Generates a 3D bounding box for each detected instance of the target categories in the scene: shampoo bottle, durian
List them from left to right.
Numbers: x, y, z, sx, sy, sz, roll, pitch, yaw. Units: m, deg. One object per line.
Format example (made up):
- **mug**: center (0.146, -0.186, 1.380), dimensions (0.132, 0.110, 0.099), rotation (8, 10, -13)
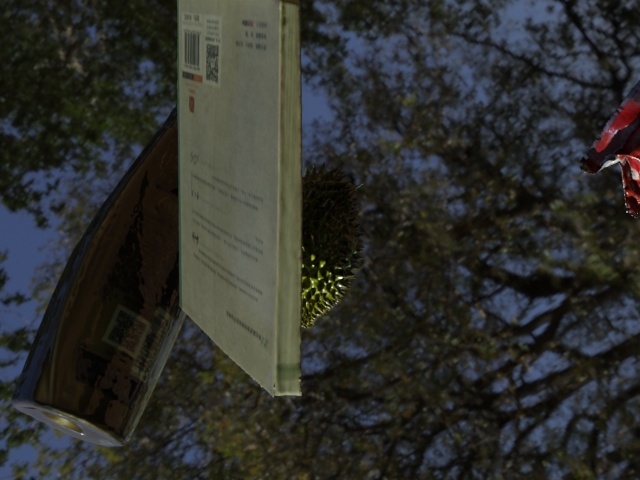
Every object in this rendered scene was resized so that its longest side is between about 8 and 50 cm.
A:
- **shampoo bottle**: center (-0.174, 0.018, 0.896), dimensions (0.125, 0.084, 0.350), rotation (35, -119, -33)
- **durian**: center (0.005, -0.001, 1.201), dimensions (0.137, 0.095, 0.221), rotation (34, -115, -48)

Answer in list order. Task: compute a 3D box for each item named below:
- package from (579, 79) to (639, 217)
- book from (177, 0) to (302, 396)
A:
- **package**: center (0.521, -0.159, 1.356), dimensions (0.194, 0.269, 0.071), rotation (38, -144, -7)
- **book**: center (-0.070, -0.048, 0.708), dimensions (0.025, 0.283, 0.215), rotation (-8, -160, -27)
